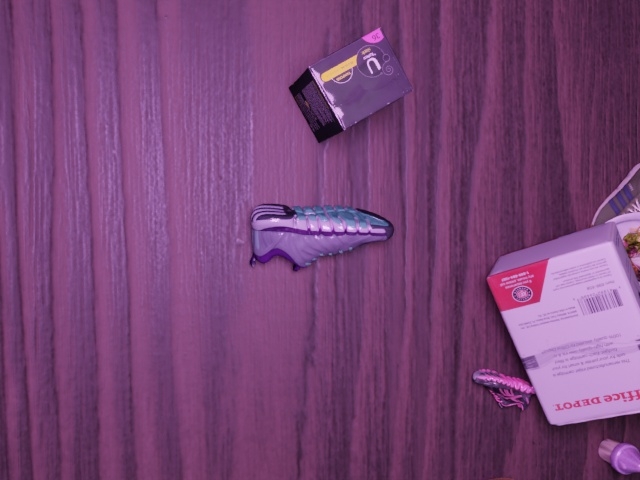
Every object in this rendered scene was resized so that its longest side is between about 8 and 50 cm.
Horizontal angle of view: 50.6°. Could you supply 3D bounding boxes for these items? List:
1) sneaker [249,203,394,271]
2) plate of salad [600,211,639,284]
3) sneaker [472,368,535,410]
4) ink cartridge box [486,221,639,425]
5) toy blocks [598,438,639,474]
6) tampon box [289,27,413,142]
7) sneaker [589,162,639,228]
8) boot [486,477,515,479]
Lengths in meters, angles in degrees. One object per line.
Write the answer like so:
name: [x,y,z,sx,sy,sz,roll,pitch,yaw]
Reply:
sneaker: [0.000,0.000,1.054,0.223,0.083,0.098,4,112,-9]
plate of salad: [0.513,0.045,1.147,0.199,0.048,0.200,-7,122,-12]
sneaker: [0.307,0.256,1.143,0.119,0.047,0.057,18,99,-12]
ink cartridge box: [0.415,0.136,1.077,0.196,0.114,0.273,-20,98,30]
toy blocks: [0.670,0.329,1.117,0.288,0.260,0.309,21,87,-14]
tampon box: [0.039,-0.224,0.999,0.120,0.161,0.102,-32,99,-11]
sneaker: [0.539,-0.059,1.160,0.064,0.086,0.192,38,84,-12]
boot: [0.274,0.500,1.129,0.197,0.073,0.152,-33,98,2]
